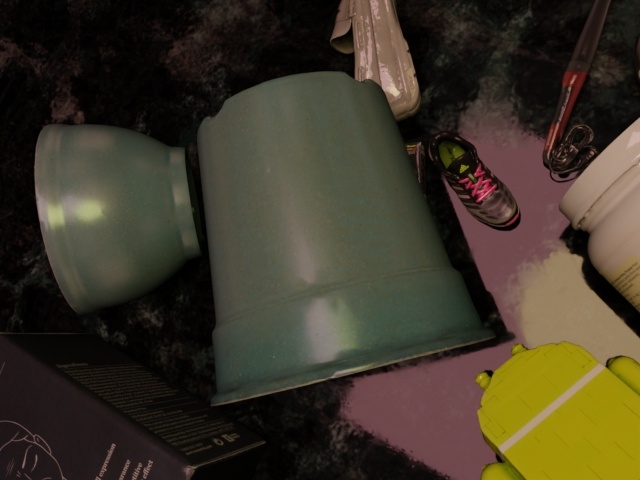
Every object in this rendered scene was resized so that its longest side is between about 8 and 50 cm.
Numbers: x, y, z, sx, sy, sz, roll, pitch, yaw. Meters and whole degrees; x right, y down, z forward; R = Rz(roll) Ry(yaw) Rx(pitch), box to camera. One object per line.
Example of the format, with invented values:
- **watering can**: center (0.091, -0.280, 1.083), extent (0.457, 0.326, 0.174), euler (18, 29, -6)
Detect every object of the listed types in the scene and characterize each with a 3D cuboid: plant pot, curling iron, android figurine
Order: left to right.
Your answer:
- **plant pot**: center (-0.289, -0.046, 0.937), extent (0.196, 0.293, 0.293), euler (-9, 77, -6)
- **plant pot**: center (0.000, 0.000, 0.752), extent (0.341, 0.341, 0.334), euler (-18, 76, 18)
- **android figurine**: center (0.301, 0.232, 0.710), extent (0.248, 0.056, 0.273), euler (-38, 48, -9)
- **curling iron**: center (0.359, -0.219, 0.814), extent (0.068, 0.035, 0.274), euler (12, 87, 19)

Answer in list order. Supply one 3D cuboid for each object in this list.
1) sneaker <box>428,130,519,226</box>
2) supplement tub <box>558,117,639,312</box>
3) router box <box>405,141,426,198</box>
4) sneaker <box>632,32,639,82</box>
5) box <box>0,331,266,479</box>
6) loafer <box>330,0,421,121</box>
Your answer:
- **sneaker**: center (0.205, -0.089, 0.833), extent (0.063, 0.074, 0.170), euler (-40, 70, 12)
- **supplement tub**: center (0.444, 0.013, 0.634), extent (0.235, 0.235, 0.325), euler (-43, 69, 10)
- **router box**: center (0.095, -0.092, 0.898), extent (0.122, 0.038, 0.092), euler (-3, 81, 21)
- **sneaker**: center (0.554, -0.175, 0.607), extent (0.447, 0.257, 0.169), euler (33, 94, 23)
- **box**: center (-0.336, 0.353, 0.906), extent (0.395, 0.212, 0.294), euler (24, 91, 23)
- **loafer**: center (0.065, -0.326, 0.909), extent (0.111, 0.112, 0.320), euler (-15, 77, 11)
